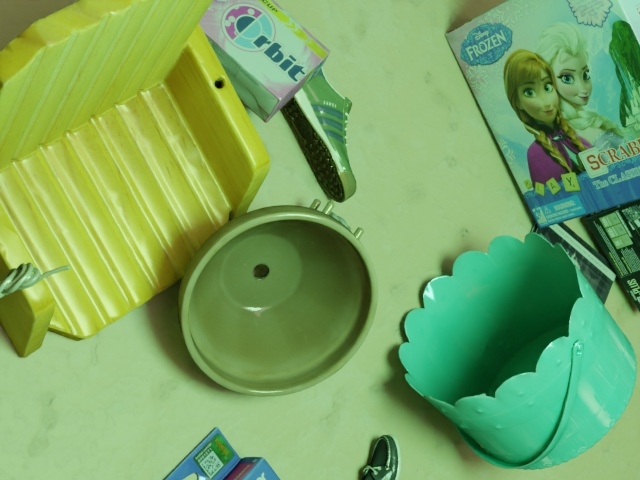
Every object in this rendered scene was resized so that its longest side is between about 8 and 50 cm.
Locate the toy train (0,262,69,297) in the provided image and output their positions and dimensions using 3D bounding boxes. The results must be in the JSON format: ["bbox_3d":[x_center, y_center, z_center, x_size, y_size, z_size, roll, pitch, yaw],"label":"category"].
[{"bbox_3d":[-0.381,0.012,1.282,0.248,0.105,0.143,-24,83,10],"label":"toy train"}]

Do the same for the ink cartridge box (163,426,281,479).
[{"bbox_3d":[-0.080,0.394,1.504,0.186,0.065,0.311,-43,104,-31],"label":"ink cartridge box"}]

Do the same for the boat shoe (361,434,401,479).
[{"bbox_3d":[0.070,0.308,1.627,0.038,0.046,0.125,17,81,-35],"label":"boat shoe"}]

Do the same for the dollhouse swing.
[{"bbox_3d":[-0.195,-0.092,1.363,0.347,0.305,0.315,-34,101,-34],"label":"dollhouse swing"}]

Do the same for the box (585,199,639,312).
[{"bbox_3d":[0.507,0.002,1.894,0.180,0.147,0.077,57,39,-12],"label":"box"}]

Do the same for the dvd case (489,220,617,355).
[{"bbox_3d":[0.341,0.088,1.857,0.164,0.018,0.221,37,64,-22],"label":"dvd case"}]

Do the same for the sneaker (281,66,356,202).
[{"bbox_3d":[0.014,-0.152,1.652,0.086,0.064,0.192,-32,97,-28],"label":"sneaker"}]

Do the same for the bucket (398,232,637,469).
[{"bbox_3d":[0.258,0.148,1.644,0.183,0.281,0.281,46,60,-28],"label":"bucket"}]

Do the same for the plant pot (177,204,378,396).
[{"bbox_3d":[-0.058,0.056,1.515,0.237,0.110,0.237,-7,116,-14],"label":"plant pot"}]

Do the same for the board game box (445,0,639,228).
[{"bbox_3d":[0.349,-0.197,1.720,0.066,0.318,0.318,-29,94,-33],"label":"board game box"}]

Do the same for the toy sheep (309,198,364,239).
[{"bbox_3d":[0.000,0.000,1.606,0.132,0.091,0.091,39,63,-27],"label":"toy sheep"}]

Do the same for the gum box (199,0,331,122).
[{"bbox_3d":[-0.096,-0.250,1.570,0.188,0.062,0.107,42,59,1],"label":"gum box"}]
